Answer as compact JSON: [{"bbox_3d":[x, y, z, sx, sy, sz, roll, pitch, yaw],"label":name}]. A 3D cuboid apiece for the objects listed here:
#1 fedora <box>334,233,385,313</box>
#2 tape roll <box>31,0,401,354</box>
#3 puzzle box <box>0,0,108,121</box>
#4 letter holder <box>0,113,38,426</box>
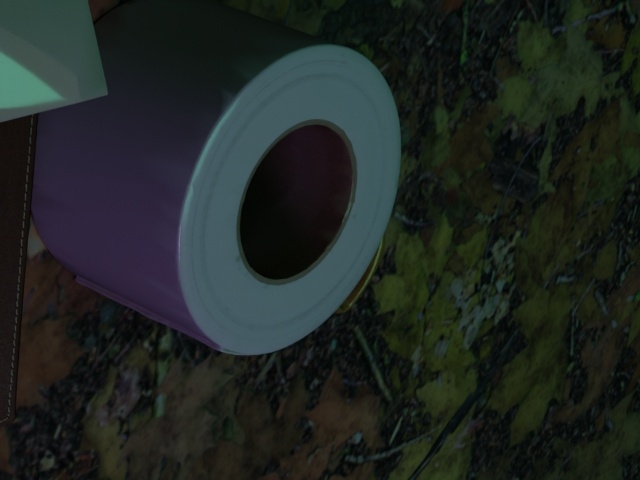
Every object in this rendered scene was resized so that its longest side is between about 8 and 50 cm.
[{"bbox_3d":[0.000,0.000,1.692,0.194,0.079,0.194,-28,130,-40],"label":"fedora"},{"bbox_3d":[-0.077,-0.054,1.493,0.246,0.169,0.246,-27,128,-41],"label":"tape roll"},{"bbox_3d":[-0.285,-0.246,1.060,0.272,0.052,0.409,-17,100,-30],"label":"puzzle box"},{"bbox_3d":[-0.312,-0.021,1.237,0.214,0.152,0.302,-14,119,-45],"label":"letter holder"}]
